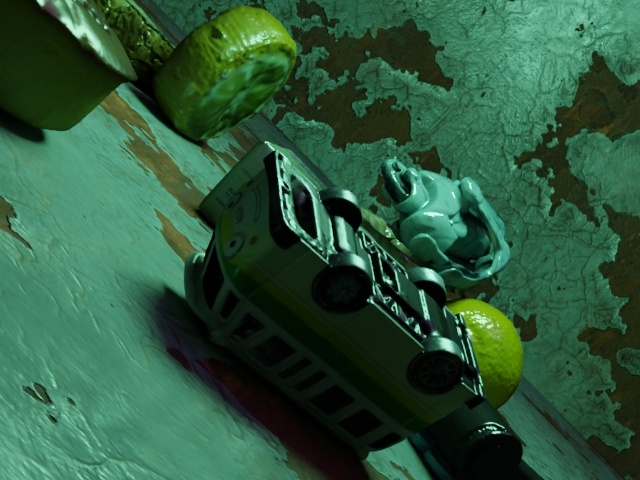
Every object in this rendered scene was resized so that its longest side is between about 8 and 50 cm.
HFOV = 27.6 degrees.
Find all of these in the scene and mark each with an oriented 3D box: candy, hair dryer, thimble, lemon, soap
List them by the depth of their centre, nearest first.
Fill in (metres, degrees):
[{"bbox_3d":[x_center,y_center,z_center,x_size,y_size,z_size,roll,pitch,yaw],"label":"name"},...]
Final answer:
[{"bbox_3d":[0.226,0.279,1.673,0.251,0.089,0.197,45,4,-29],"label":"hair dryer"},{"bbox_3d":[-0.042,-0.024,1.797,0.199,0.138,0.182,46,7,6],"label":"soap"},{"bbox_3d":[0.223,0.181,2.005,0.187,0.187,0.244,48,0,21],"label":"lemon"},{"bbox_3d":[0.076,0.050,2.087,0.196,0.148,0.229,40,6,-18],"label":"thimble"},{"bbox_3d":[-0.159,-0.281,2.194,0.118,0.260,0.260,51,8,15],"label":"candy"}]

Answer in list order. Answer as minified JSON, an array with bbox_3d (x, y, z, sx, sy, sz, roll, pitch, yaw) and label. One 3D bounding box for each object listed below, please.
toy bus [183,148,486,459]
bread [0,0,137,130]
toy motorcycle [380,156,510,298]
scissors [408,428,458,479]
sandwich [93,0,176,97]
[{"bbox_3d":[0.006,0.073,1.300,0.305,0.179,0.143,42,23,-29],"label":"toy bus"},{"bbox_3d":[-0.314,-0.234,1.341,0.270,0.148,0.270,45,7,-7],"label":"bread"},{"bbox_3d":[0.189,-0.019,2.010,0.260,0.154,0.206,18,47,-55],"label":"toy motorcycle"},{"bbox_3d":[0.212,0.326,1.682,0.256,0.030,0.125,38,9,-28],"label":"scissors"},{"bbox_3d":[-0.340,-0.365,2.295,0.273,0.095,0.249,47,3,26],"label":"sandwich"}]
